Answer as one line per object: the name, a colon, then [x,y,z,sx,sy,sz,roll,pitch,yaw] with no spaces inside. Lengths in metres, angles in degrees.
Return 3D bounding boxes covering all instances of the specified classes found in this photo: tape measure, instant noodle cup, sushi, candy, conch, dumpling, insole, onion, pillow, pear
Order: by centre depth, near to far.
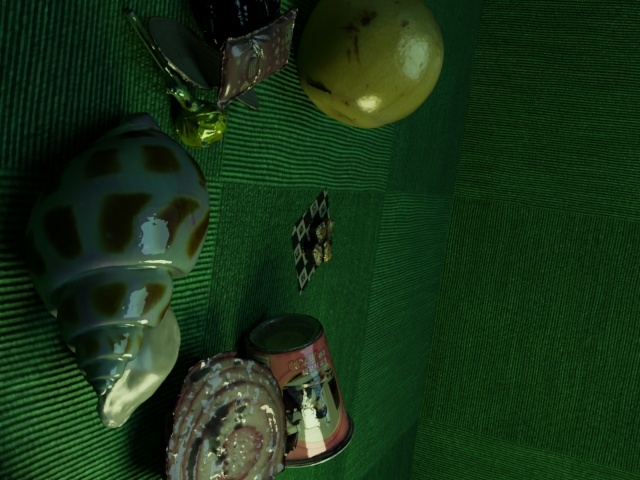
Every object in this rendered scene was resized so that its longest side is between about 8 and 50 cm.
conch: [-0.250,-0.001,0.914,0.249,0.197,0.368,101,14,-68]
dumpling: [-0.268,0.147,1.016,0.162,0.132,0.250,64,21,-51]
candy: [-0.217,-0.235,1.071,0.077,0.073,0.262,-58,145,-22]
pillow: [-0.102,-0.287,1.122,0.185,0.043,0.118,-43,155,-41]
insole: [-0.175,-0.274,1.139,0.119,0.009,0.348,68,16,11]
tape measure: [-0.124,-0.398,1.157,0.186,0.112,0.199,81,29,-43]
onion: [-0.191,0.334,1.287,0.314,0.146,0.280,-8,93,-51]
pear: [0.100,-0.376,1.484,0.309,0.309,0.310,10,90,-68]
instant noodle cup: [-0.057,0.299,1.507,0.244,0.243,0.255,-42,130,-57]
sushi: [0.000,0.000,1.731,0.210,0.040,0.193,-55,147,-47]
